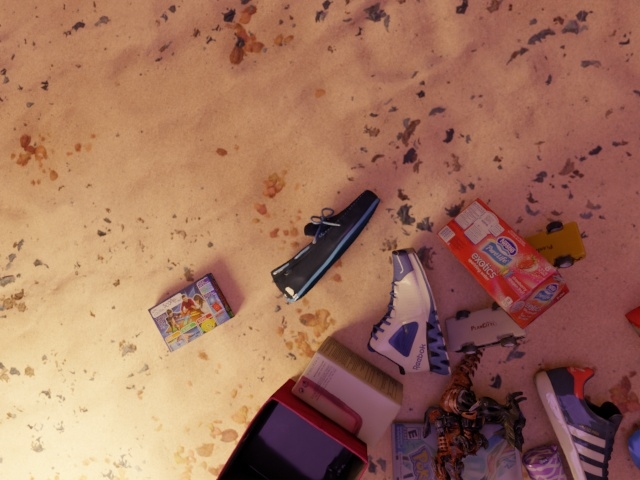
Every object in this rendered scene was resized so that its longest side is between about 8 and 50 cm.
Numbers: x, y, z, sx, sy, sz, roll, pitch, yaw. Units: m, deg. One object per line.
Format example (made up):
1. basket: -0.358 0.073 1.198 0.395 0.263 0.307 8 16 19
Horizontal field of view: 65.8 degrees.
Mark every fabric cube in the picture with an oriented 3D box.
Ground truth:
1. fabric cube: -0.059 0.512 1.155 0.259 0.258 0.254 32 87 7

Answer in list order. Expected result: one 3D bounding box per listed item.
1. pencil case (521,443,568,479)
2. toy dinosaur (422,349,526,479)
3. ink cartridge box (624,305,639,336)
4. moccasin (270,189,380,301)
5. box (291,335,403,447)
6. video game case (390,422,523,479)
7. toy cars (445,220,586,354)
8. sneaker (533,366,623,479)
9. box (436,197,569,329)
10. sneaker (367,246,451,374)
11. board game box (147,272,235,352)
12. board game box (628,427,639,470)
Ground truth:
1. pencil case: 0.549 0.579 1.149 0.088 0.086 0.206 -26 90 0
2. toy dinosaur: 0.347 0.396 1.136 0.218 0.164 0.322 5 91 31
3. ink cartridge box: 0.751 0.212 1.062 0.078 0.134 0.231 -34 86 12
4. moccasin: 0.000 0.000 1.200 0.117 0.137 0.342 44 99 10
5. box: 0.070 0.359 1.198 0.232 0.148 0.127 32 99 8
6. video game case: 0.320 0.600 1.151 0.299 0.036 0.329 -4 66 11
7. toy cars: 0.449 0.121 1.135 0.394 0.087 0.176 -57 41 9
8. sneaker: 0.613 0.449 1.103 0.148 0.131 0.350 -22 88 16
9. box: 0.386 0.045 1.067 0.128 0.122 0.257 -43 45 11
10. sneaker: 0.188 0.186 1.176 0.182 0.127 0.316 -15 92 9
11. board game box: -0.348 0.194 1.330 0.201 0.035 0.136 -29 87 11
12. board game box: 0.783 0.461 1.123 0.133 0.033 0.169 45 95 11
